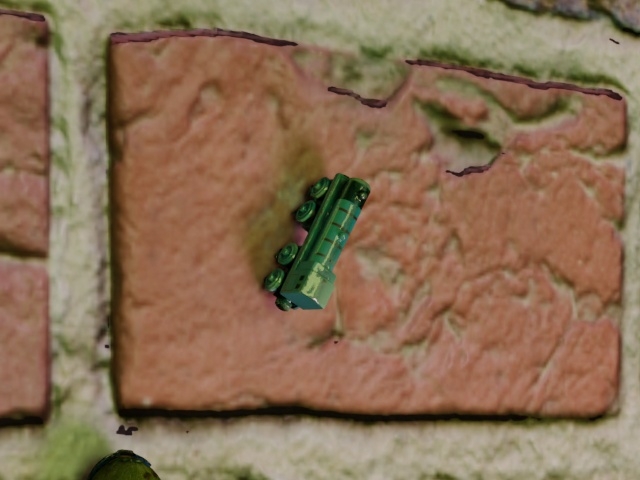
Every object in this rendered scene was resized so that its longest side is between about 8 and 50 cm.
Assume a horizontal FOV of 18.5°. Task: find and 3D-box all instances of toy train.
[{"bbox_3d":[0.000,0.000,1.141,0.029,0.045,0.092,37,68,-28],"label":"toy train"}]

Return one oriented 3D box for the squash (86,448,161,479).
[{"bbox_3d":[-0.108,0.203,1.041,0.052,0.052,0.183,12,77,-33],"label":"squash"}]
